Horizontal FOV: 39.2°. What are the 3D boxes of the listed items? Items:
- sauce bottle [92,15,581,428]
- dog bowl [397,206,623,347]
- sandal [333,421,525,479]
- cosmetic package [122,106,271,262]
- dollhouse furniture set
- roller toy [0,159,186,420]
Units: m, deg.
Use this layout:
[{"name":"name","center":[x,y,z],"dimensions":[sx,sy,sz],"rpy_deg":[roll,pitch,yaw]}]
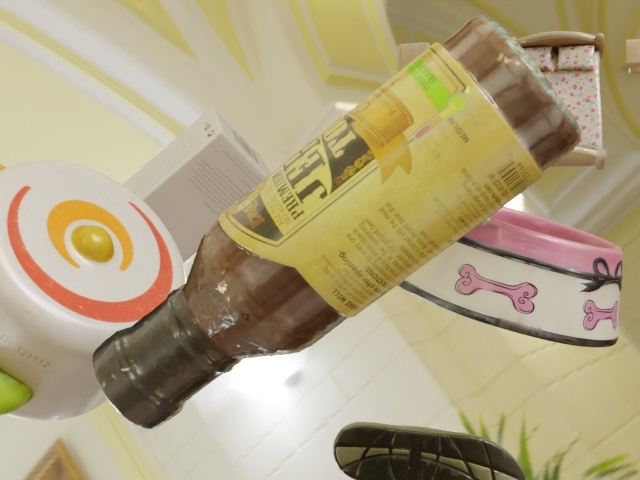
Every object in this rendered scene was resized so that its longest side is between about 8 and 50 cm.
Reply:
[{"name":"sauce bottle","center":[0.000,0.000,0.586],"dimensions":[0.344,0.111,0.111],"rpy_deg":[-38,-20,8]},{"name":"dog bowl","center":[0.309,0.033,1.484],"dimensions":[0.408,0.408,0.150],"rpy_deg":[-1,-71,-58]},{"name":"sandal","center":[0.172,0.341,1.403],"dimensions":[0.086,0.303,0.120],"rpy_deg":[6,-83,-78]},{"name":"cosmetic package","center":[-0.187,-0.053,1.198],"dimensions":[0.231,0.085,0.117],"rpy_deg":[-38,-54,9]},{"name":"dollhouse furniture set","center":[0.290,-0.172,1.239],"dimensions":[0.356,0.303,0.174],"rpy_deg":[-1,-22,15]},{"name":"roller toy","center":[-0.217,0.035,0.745],"dimensions":[0.191,0.209,0.146],"rpy_deg":[9,-41,-43]}]
